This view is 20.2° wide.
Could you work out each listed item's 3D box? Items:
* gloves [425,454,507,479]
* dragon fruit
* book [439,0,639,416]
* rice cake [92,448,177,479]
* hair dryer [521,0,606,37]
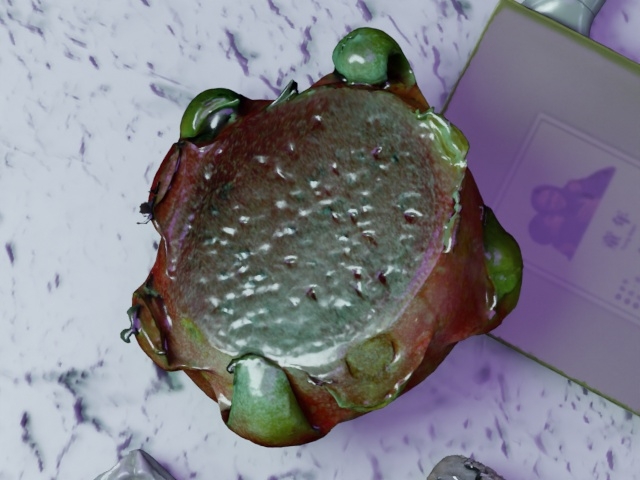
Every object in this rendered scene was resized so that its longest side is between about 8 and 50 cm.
[{"bbox_3d":[0.075,0.209,1.248,0.110,0.094,0.144,14,44,19],"label":"gloves"},{"bbox_3d":[0.000,0.000,1.250,0.268,0.130,0.295,22,80,24],"label":"dragon fruit"},{"bbox_3d":[0.237,-0.001,1.327,0.352,0.035,0.239,28,84,3],"label":"book"},{"bbox_3d":[-0.046,0.241,1.260,0.270,0.049,0.055,37,99,1],"label":"rice cake"},{"bbox_3d":[0.293,-0.201,1.392,0.237,0.075,0.206,29,84,-9],"label":"hair dryer"}]
